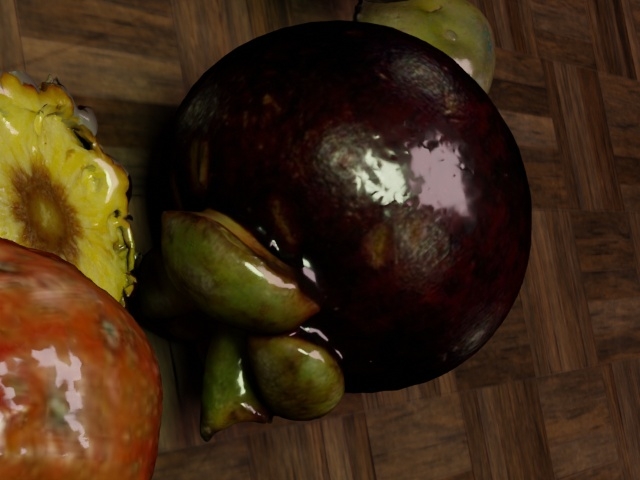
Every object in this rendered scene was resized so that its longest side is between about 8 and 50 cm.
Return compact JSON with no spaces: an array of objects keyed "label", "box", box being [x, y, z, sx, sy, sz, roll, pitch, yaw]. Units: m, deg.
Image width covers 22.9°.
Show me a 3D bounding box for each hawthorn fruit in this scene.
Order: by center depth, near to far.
[{"label":"hawthorn fruit","box":[-0.220,0.103,0.847,0.261,0.258,0.258,32,48,-19]}]

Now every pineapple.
[{"label":"pineapple","box":[-0.203,-0.010,1.068,0.225,0.076,0.225,35,48,-52]}]

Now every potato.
[{"label":"potato","box":[0.125,-0.192,1.646,0.182,0.117,0.202,51,40,-31]}]

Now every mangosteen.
[{"label":"mangosteen","box":[0.000,0.000,1.216,0.347,0.307,0.307,-48,123,-24]}]

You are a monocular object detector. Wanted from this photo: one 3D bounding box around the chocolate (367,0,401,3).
[{"label":"chocolate","box":[0.072,-0.347,1.496,0.213,0.303,0.303,82,3,-76]}]
